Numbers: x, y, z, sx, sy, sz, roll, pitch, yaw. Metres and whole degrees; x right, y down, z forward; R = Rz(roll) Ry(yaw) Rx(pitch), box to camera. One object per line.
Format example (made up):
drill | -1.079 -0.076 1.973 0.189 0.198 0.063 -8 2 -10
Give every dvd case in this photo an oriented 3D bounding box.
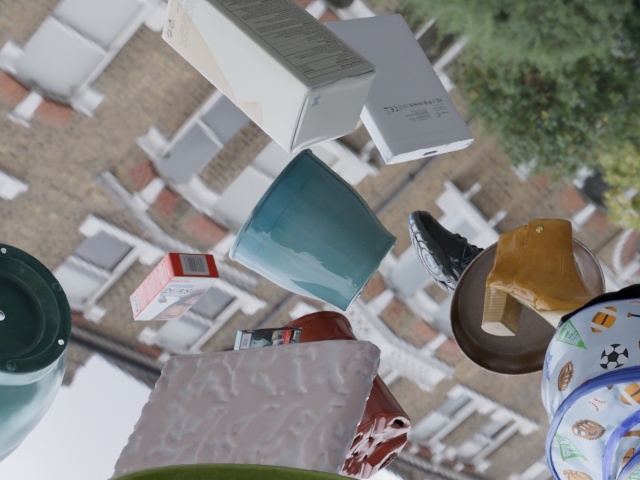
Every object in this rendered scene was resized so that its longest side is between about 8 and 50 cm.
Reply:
dvd case | -0.083 0.174 1.495 0.119 0.087 0.013 0 -164 -44

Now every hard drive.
hard drive | 0.161 -0.337 2.158 0.233 0.047 0.353 -15 -112 -33

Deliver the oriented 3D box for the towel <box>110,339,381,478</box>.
towel | -0.107 0.260 1.150 0.053 0.317 0.331 58 -142 -33

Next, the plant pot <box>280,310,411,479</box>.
plant pot | 0.026 0.327 1.967 0.272 0.272 0.265 21 -159 -51

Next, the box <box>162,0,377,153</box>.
box | -0.081 -0.278 1.462 0.148 0.121 0.311 -22 -124 -39

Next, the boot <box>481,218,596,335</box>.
boot | 0.413 0.056 1.676 0.104 0.295 0.211 42 -124 -41

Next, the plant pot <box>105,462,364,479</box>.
plant pot | -0.057 0.337 0.801 0.276 0.253 0.276 5 179 0

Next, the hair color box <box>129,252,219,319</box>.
hair color box | -0.264 0.085 1.778 0.093 0.167 0.053 3 -121 -37

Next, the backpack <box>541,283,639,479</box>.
backpack | 0.344 0.170 0.943 0.213 0.264 0.276 -71 -20 -50

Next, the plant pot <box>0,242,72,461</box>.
plant pot | -0.428 0.120 1.209 0.293 0.196 0.293 30 -138 -32

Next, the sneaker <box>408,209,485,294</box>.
sneaker | 0.322 0.057 2.151 0.341 0.140 0.125 52 169 18

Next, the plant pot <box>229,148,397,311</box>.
plant pot | 0.000 0.000 1.965 0.255 0.271 0.271 36 -162 4

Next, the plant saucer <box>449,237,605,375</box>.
plant saucer | 0.392 0.115 1.898 0.311 0.310 0.050 37 -167 -22
